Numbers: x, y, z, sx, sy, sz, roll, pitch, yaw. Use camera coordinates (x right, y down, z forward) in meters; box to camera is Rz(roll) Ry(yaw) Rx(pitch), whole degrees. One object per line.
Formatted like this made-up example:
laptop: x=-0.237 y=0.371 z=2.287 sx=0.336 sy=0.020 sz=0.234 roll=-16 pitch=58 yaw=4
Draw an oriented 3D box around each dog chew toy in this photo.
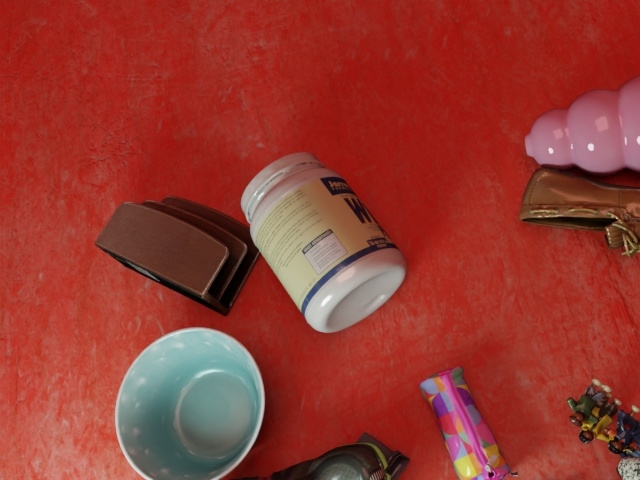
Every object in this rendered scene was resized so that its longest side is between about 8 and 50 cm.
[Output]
dog chew toy: x=0.583 y=-0.218 z=1.439 sx=0.332 sy=0.206 sz=0.206 roll=-8 pitch=68 yaw=20

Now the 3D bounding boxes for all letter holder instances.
letter holder: x=-0.305 y=-0.001 z=1.607 sx=0.302 sy=0.152 sz=0.214 roll=23 pitch=76 yaw=21

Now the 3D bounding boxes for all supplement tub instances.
supplement tub: x=0.000 y=0.000 z=1.481 sx=0.235 sy=0.235 sz=0.325 roll=-36 pitch=66 yaw=0

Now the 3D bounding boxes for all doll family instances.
doll family: x=0.533 y=0.349 z=1.306 sx=0.193 sy=0.076 sz=0.111 roll=35 pitch=77 yaw=20

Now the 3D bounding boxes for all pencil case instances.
pencil case: x=0.274 y=0.358 z=1.355 sx=0.104 sy=0.104 sz=0.236 roll=-27 pitch=65 yaw=4

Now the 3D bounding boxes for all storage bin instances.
storage bin: x=0.089 y=0.441 z=1.380 sx=0.091 sy=0.098 sz=0.135 roll=34 pitch=81 yaw=33

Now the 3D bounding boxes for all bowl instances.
bowl: x=-0.239 y=0.345 z=1.455 sx=0.312 sy=0.163 sz=0.311 roll=-4 pitch=69 yaw=12

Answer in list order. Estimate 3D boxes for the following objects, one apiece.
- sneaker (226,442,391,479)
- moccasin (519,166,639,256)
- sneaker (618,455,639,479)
sneaker: x=-0.088 y=0.504 z=1.295 sx=0.483 sy=0.202 sz=0.185 roll=-28 pitch=66 yaw=18
moccasin: x=0.583 y=-0.036 z=1.399 sx=0.380 sy=0.139 sz=0.147 roll=17 pitch=80 yaw=18
sneaker: x=0.624 y=0.522 z=1.190 sx=0.158 sy=0.182 sz=0.410 roll=-21 pitch=89 yaw=-15
